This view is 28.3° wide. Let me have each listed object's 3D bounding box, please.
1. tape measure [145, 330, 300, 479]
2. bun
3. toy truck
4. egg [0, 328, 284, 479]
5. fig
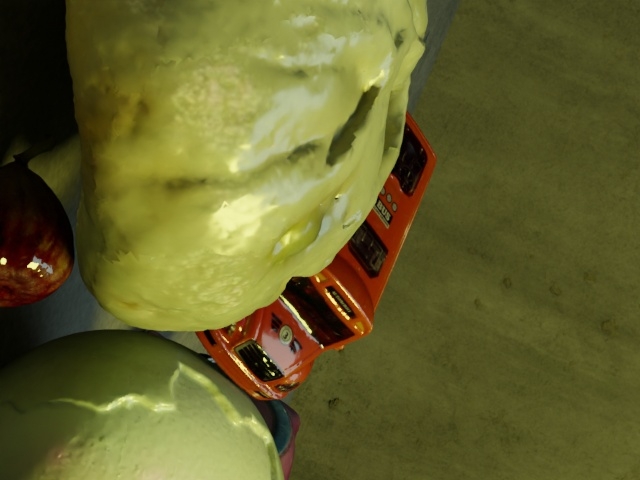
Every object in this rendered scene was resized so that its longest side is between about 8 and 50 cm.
[{"bbox_3d":[-0.140,0.219,1.352,0.245,0.232,0.149,-43,156,-60],"label":"tape measure"},{"bbox_3d":[-0.045,-0.111,0.835,0.365,0.219,0.365,-173,-90,-89],"label":"bun"},{"bbox_3d":[0.000,0.000,1.000,0.107,0.114,0.252,52,46,-34],"label":"toy truck"},{"bbox_3d":[-0.165,0.209,0.985,0.336,0.278,0.278,90,25,-61],"label":"egg"},{"bbox_3d":[-0.205,-0.020,0.833,0.089,0.089,0.125,102,-12,-56],"label":"fig"}]
